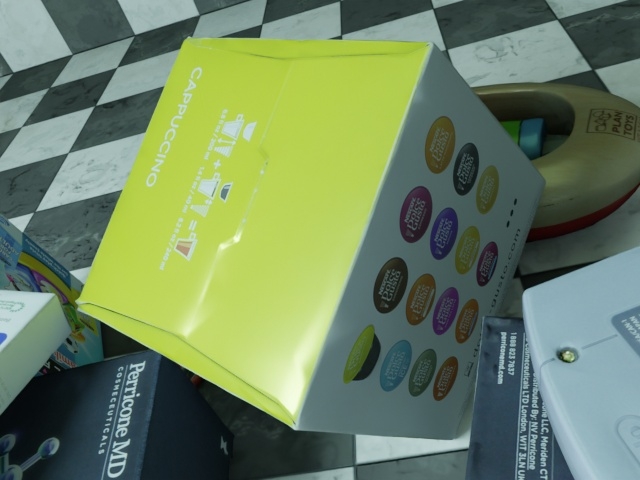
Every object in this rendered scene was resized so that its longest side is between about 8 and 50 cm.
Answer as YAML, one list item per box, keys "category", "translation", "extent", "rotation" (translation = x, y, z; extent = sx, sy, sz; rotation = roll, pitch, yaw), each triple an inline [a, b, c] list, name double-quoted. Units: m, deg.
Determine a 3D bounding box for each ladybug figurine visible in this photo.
- category: "ladybug figurine"
  translation: [0.267, -0.108, 0.952]
  extent: [0.448, 0.162, 0.305]
  rotation: [4, 46, 29]

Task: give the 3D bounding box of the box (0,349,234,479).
- category: "box"
  translation: [-0.318, 0.328, 0.672]
  extent: [0.395, 0.212, 0.294]
  rotation: [-14, 42, 9]

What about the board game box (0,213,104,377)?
- category: "board game box"
  translation: [-0.430, 0.128, 0.923]
  extent: [0.079, 0.254, 0.336]
  rotation: [-35, 39, 2]

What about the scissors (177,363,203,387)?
- category: "scissors"
  translation: [-0.242, 0.251, 0.885]
  extent: [0.108, 0.021, 0.297]
  rotation: [0, 43, 25]

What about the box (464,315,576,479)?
- category: "box"
  translation: [0.277, 0.216, 0.465]
  extent: [0.293, 0.296, 0.183]
  rotation: [-3, 42, 23]

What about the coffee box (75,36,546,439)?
- category: "coffee box"
  translation: [0.000, 0.000, 0.722]
  extent: [0.338, 0.334, 0.338]
  rotation: [16, 84, 38]

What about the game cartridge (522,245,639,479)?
- category: "game cartridge"
  translation: [0.240, 0.111, 0.329]
  extent: [0.198, 0.062, 0.297]
  rotation: [-24, 39, 3]

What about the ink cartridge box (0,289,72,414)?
- category: "ink cartridge box"
  translation: [-0.406, 0.174, 0.563]
  extent: [0.175, 0.069, 0.371]
  rotation: [2, 32, 17]
